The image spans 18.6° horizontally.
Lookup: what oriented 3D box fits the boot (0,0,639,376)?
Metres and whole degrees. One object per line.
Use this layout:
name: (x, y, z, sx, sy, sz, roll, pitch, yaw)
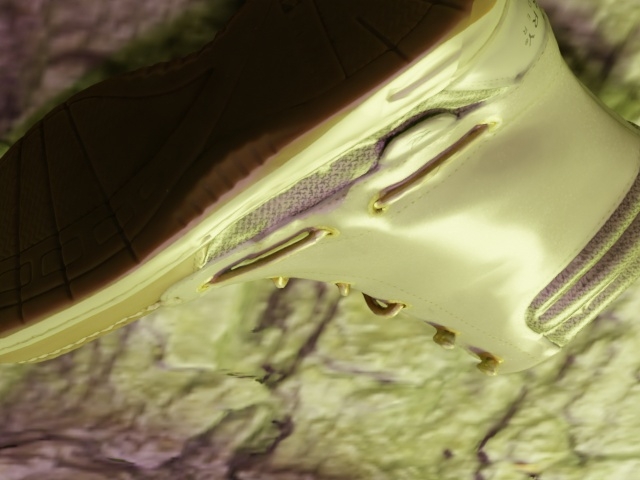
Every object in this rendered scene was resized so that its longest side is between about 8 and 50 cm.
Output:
boot: (0.000, 0.000, 0.622, 0.213, 0.077, 0.165, -31, 141, 19)
